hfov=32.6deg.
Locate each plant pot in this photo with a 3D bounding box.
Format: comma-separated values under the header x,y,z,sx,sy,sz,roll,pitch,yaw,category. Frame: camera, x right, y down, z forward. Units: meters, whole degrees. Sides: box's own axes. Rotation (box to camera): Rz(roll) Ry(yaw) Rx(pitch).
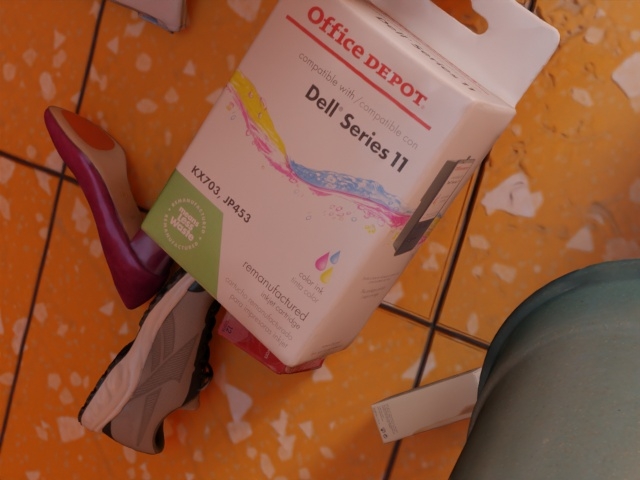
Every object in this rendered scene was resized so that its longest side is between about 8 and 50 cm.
x,y,z,sx,sy,sz,roll,pitch,yaw,category
0.221,0.232,0.787,0.341,0.334,0.341,11,117,24,plant pot

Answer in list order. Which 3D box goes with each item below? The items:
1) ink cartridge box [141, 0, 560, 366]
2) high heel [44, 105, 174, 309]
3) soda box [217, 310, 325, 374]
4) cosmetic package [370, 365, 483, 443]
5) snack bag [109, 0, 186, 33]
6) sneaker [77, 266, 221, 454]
x,y,z,sx,sy,sz,roll,pitch,yaw,category
0.021,-0.092,0.962,0.207,0.119,0.353,41,109,20,ink cartridge box
-0.252,-0.040,1.236,0.244,0.082,0.117,44,113,12,high heel
0.000,0.000,1.092,0.092,0.083,0.263,32,105,24,soda box
0.113,0.156,1.049,0.115,0.060,0.041,-23,83,29,cosmetic package
-0.260,-0.427,1.190,0.323,0.037,0.342,25,122,26,snack bag
-0.151,0.113,1.183,0.108,0.100,0.271,33,105,-2,sneaker
